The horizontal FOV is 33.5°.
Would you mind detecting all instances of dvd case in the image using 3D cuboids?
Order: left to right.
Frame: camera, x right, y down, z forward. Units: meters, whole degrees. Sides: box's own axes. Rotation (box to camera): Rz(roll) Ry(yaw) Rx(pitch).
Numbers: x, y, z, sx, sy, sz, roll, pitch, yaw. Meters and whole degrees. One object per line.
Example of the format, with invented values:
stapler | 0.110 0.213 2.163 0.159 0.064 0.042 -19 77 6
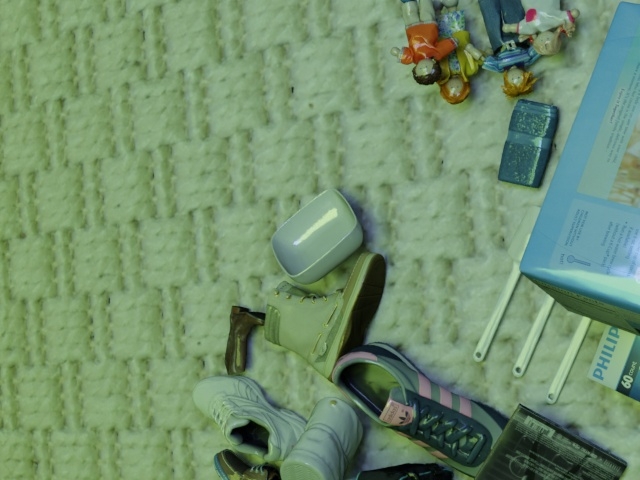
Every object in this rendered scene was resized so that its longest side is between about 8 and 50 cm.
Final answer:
dvd case | 0.292 0.354 1.461 0.164 0.018 0.221 28 105 5

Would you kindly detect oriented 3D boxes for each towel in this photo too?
towel | 0.293 -0.136 1.495 0.067 0.029 0.120 18 99 32

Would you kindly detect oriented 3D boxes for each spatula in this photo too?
spatula | 0.314 0.091 1.489 0.168 0.019 0.242 28 105 24

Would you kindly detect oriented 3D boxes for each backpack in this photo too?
backpack | 0.106 0.421 1.529 0.144 0.165 0.189 -8 82 34

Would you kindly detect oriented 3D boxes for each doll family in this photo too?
doll family | 0.235 -0.277 1.502 0.262 0.118 0.163 -11 77 14

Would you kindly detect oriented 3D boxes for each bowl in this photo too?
bowl | 0.000 0.000 1.635 0.142 0.053 0.142 -39 36 5

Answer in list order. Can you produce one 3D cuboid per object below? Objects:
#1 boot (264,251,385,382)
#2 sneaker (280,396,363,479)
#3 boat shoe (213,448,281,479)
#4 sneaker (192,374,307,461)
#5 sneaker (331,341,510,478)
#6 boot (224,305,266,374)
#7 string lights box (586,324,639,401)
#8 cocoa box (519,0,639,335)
boot | 0.002 0.093 1.657 0.165 0.077 0.213 28 105 33
sneaker | 0.016 0.371 1.629 0.108 0.169 0.293 15 133 17
boat shoe | -0.095 0.396 1.727 0.183 0.066 0.066 41 106 16
sneaker | -0.130 0.284 1.714 0.232 0.115 0.090 22 101 31
sneaker | 0.150 0.259 1.522 0.319 0.131 0.112 29 105 26
boot | -0.123 0.171 1.748 0.106 0.037 0.114 12 94 58
string lights box | 0.485 0.164 1.338 0.259 0.076 0.133 24 102 31
cocoa box | 0.420 -0.064 1.246 0.231 0.228 0.347 19 84 32
